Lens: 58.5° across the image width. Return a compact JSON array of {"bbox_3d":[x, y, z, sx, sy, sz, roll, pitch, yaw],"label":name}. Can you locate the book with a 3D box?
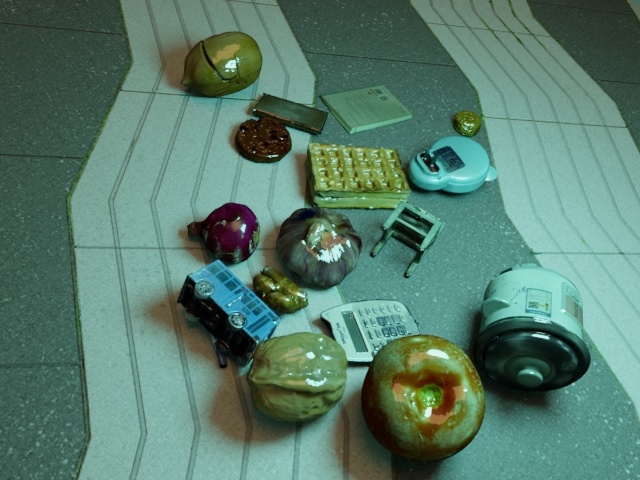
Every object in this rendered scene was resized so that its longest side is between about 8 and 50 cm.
[{"bbox_3d":[0.170,-0.488,2.082,0.282,0.025,0.215,-17,56,-27],"label":"book"}]

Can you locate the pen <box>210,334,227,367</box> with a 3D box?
[{"bbox_3d":[-0.256,0.214,1.381,0.025,0.025,0.204,-9,54,-21],"label":"pen"}]

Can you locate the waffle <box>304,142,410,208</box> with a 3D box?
[{"bbox_3d":[0.114,-0.197,1.781,0.308,0.091,0.213,0,51,-13],"label":"waffle"}]

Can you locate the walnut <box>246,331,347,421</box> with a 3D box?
[{"bbox_3d":[-0.048,0.297,1.254,0.245,0.198,0.198,5,47,-34],"label":"walnut"}]

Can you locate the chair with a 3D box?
[{"bbox_3d":[0.277,-0.043,1.655,0.136,0.147,0.270,32,52,14],"label":"chair"}]

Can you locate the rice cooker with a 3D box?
[{"bbox_3d":[0.517,0.226,1.411,0.316,0.264,0.317,26,50,-35],"label":"rice cooker"}]

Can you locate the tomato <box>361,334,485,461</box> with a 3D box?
[{"bbox_3d":[0.219,0.346,1.263,0.270,0.222,0.270,1,74,-2],"label":"tomato"}]

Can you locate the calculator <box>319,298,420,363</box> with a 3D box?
[{"bbox_3d":[0.138,0.228,1.459,0.268,0.040,0.177,-6,53,-20],"label":"calculator"}]

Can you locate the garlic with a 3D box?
[{"bbox_3d":[0.000,0.000,1.537,0.244,0.160,0.245,8,48,-9],"label":"garlic"}]

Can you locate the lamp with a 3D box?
[{"bbox_3d":[0.418,-0.240,1.853,0.284,0.147,0.209,-8,51,-31],"label":"lamp"}]

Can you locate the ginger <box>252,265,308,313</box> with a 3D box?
[{"bbox_3d":[-0.115,0.135,1.456,0.162,0.073,0.103,36,37,24],"label":"ginger"}]

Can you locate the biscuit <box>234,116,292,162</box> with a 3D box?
[{"bbox_3d":[-0.181,-0.323,1.840,0.192,0.049,0.192,5,56,-8],"label":"biscuit"}]

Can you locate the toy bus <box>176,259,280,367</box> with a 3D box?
[{"bbox_3d":[-0.211,0.168,1.347,0.234,0.116,0.133,42,39,13],"label":"toy bus"}]

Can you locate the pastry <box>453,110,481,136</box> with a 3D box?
[{"bbox_3d":[0.543,-0.432,2.112,0.097,0.057,0.109,2,48,-6],"label":"pastry"}]

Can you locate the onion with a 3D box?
[{"bbox_3d":[-0.259,-0.034,1.516,0.198,0.135,0.173,9,46,-4],"label":"onion"}]

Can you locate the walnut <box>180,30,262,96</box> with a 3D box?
[{"bbox_3d":[-0.332,-0.583,1.927,0.297,0.203,0.203,-32,63,-15],"label":"walnut"}]

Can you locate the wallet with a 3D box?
[{"bbox_3d":[-0.101,-0.433,1.959,0.243,0.039,0.133,16,42,0],"label":"wallet"}]
